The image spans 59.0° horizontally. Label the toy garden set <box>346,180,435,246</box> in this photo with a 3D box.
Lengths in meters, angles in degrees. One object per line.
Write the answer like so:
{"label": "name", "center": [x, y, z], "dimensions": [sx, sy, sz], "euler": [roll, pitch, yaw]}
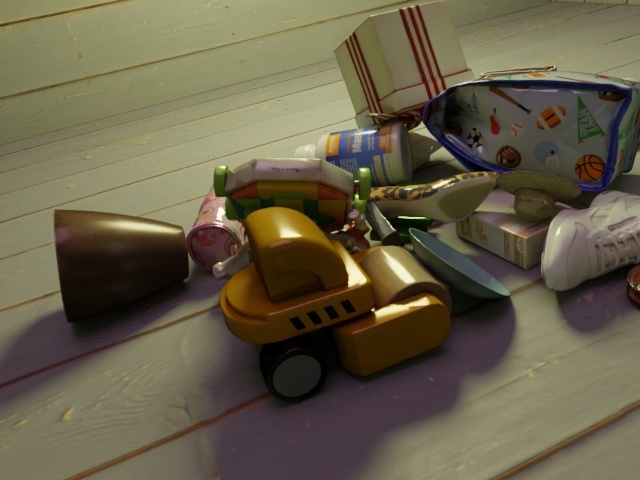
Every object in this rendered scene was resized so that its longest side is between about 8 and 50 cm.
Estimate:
{"label": "toy garden set", "center": [0.149, -0.055, 1.225], "dimensions": [0.204, 0.049, 0.244], "euler": [4, 32, 22]}

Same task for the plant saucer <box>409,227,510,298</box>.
{"label": "plant saucer", "center": [0.220, 0.047, 0.937], "dimensions": [0.195, 0.037, 0.195], "euler": [30, 13, -7]}

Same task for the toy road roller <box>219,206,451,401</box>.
{"label": "toy road roller", "center": [0.015, 0.061, 0.844], "dimensions": [0.330, 0.240, 0.202], "euler": [-17, 29, -11]}

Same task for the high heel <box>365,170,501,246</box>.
{"label": "high heel", "center": [0.201, -0.101, 1.109], "dimensions": [0.261, 0.093, 0.186], "euler": [-28, 37, 2]}

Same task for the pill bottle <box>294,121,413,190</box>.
{"label": "pill bottle", "center": [0.079, -0.196, 1.386], "dimensions": [0.272, 0.152, 0.152], "euler": [-5, 28, 21]}

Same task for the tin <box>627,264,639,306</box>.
{"label": "tin", "center": [0.566, 0.063, 0.865], "dimensions": [0.190, 0.040, 0.106], "euler": [-14, 24, -8]}

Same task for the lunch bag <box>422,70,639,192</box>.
{"label": "lunch bag", "center": [0.452, -0.241, 1.201], "dimensions": [0.386, 0.238, 0.328], "euler": [17, 21, 30]}

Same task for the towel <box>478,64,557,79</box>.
{"label": "towel", "center": [0.501, -0.349, 1.461], "dimensions": [0.187, 0.282, 0.049], "euler": [-1, 71, 16]}

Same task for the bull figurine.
{"label": "bull figurine", "center": [-0.051, 0.016, 1.039], "dimensions": [0.311, 0.188, 0.101], "euler": [-3, 67, 1]}

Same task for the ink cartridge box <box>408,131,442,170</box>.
{"label": "ink cartridge box", "center": [0.214, -0.239, 1.495], "dimensions": [0.198, 0.067, 0.115], "euler": [27, 46, 32]}

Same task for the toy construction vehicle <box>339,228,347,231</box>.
{"label": "toy construction vehicle", "center": [0.000, 0.000, 1.183], "dimensions": [0.098, 0.035, 0.086], "euler": [4, 31, 25]}

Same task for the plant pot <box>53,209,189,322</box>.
{"label": "plant pot", "center": [-0.382, 0.035, 1.106], "dimensions": [0.231, 0.215, 0.215], "euler": [-7, 25, -21]}

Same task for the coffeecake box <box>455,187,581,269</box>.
{"label": "coffeecake box", "center": [0.373, -0.032, 1.075], "dimensions": [0.142, 0.068, 0.185], "euler": [-22, 30, -20]}

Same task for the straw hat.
{"label": "straw hat", "center": [0.376, -0.067, 0.995], "dimensions": [0.145, 0.144, 0.061], "euler": [7, 75, 31]}

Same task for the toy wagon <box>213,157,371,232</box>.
{"label": "toy wagon", "center": [-0.047, -0.064, 1.066], "dimensions": [0.267, 0.344, 0.068], "euler": [1, 72, 1]}

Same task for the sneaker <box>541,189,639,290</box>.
{"label": "sneaker", "center": [0.480, -0.007, 0.927], "dimensions": [0.305, 0.114, 0.152], "euler": [-29, 25, -30]}

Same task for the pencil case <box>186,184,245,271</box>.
{"label": "pencil case", "center": [-0.212, -0.046, 1.259], "dimensions": [0.124, 0.124, 0.284], "euler": [-8, 27, 6]}

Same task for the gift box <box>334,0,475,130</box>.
{"label": "gift box", "center": [0.185, -0.400, 1.396], "dimensions": [0.277, 0.258, 0.255], "euler": [-22, 4, -16]}

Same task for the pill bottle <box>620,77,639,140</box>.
{"label": "pill bottle", "center": [0.778, -0.336, 1.439], "dimensions": [0.121, 0.121, 0.221], "euler": [3, 31, 25]}
